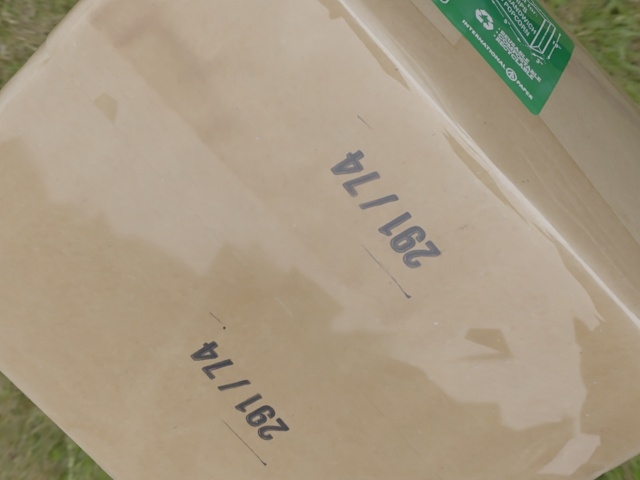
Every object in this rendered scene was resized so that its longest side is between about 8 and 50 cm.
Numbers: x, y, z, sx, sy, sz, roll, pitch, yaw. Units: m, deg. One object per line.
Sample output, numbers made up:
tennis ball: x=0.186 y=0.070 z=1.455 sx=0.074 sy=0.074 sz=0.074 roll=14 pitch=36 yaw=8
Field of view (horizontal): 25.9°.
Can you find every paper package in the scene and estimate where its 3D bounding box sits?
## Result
paper package: x=0.000 y=0.000 z=0.707 sx=0.325 sy=0.168 sz=0.309 roll=46 pitch=122 yaw=-8
